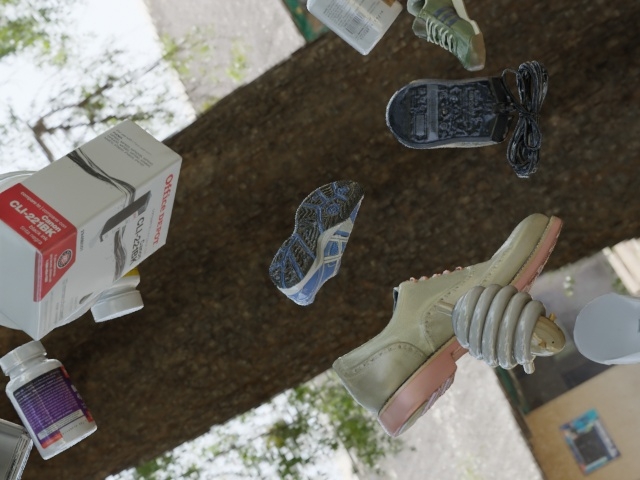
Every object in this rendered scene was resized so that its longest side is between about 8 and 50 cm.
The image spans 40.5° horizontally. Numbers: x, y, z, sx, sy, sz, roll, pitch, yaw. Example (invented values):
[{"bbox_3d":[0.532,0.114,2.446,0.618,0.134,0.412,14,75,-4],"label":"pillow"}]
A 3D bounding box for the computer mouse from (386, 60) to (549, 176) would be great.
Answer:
[{"bbox_3d":[0.248,-0.207,1.474,0.072,0.272,0.189,-4,-81,-67],"label":"computer mouse"}]

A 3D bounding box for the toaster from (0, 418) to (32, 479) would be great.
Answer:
[{"bbox_3d":[-0.647,0.423,1.668,0.146,0.129,0.227,19,-113,-10],"label":"toaster"}]

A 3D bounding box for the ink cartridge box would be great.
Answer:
[{"bbox_3d":[-0.334,-0.021,1.224,0.114,0.197,0.273,35,-133,13],"label":"ink cartridge box"}]

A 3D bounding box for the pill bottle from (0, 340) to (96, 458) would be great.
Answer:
[{"bbox_3d":[-0.493,0.281,1.553,0.193,0.108,0.108,59,-168,5],"label":"pill bottle"}]

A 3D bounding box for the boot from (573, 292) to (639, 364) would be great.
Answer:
[{"bbox_3d":[0.431,0.118,1.053,0.123,0.095,0.258,18,168,-18],"label":"boot"}]

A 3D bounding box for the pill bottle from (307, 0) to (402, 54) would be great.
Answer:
[{"bbox_3d":[0.045,-0.506,1.810,0.229,0.131,0.131,37,-165,-6],"label":"pill bottle"}]

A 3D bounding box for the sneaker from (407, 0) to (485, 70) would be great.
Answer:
[{"bbox_3d":[0.181,-0.313,1.296,0.064,0.086,0.192,89,173,-45],"label":"sneaker"}]

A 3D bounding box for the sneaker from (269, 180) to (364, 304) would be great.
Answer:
[{"bbox_3d":[0.000,0.000,1.273,0.080,0.211,0.081,18,152,34],"label":"sneaker"}]

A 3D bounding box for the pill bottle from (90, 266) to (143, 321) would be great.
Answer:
[{"bbox_3d":[-0.428,0.048,1.721,0.119,0.119,0.209,2,-111,-75],"label":"pill bottle"}]

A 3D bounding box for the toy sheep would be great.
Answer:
[{"bbox_3d":[0.175,0.084,0.854,0.091,0.132,0.091,-35,-50,-56],"label":"toy sheep"}]

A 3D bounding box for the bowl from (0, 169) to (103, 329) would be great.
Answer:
[{"bbox_3d":[-0.493,0.007,1.523,0.298,0.298,0.134,56,152,-9],"label":"bowl"}]

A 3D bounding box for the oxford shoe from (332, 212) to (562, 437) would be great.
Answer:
[{"bbox_3d":[0.183,0.081,1.202,0.146,0.397,0.140,40,159,18],"label":"oxford shoe"}]
